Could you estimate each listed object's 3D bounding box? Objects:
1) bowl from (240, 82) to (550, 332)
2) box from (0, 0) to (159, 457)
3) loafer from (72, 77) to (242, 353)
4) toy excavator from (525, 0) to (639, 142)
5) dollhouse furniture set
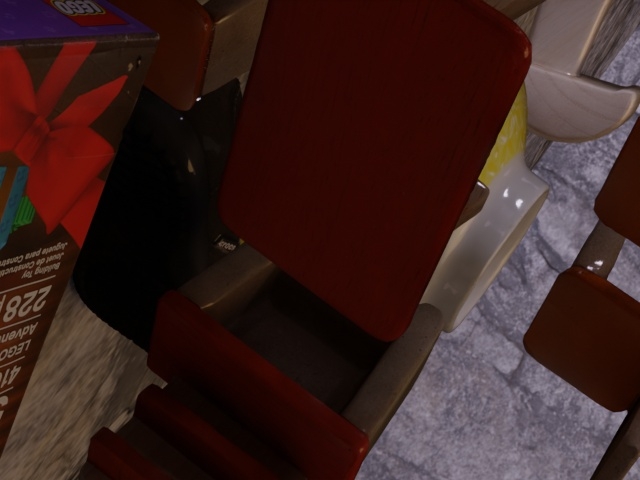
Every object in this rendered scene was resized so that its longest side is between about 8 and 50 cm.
[{"bbox_3d":[0.050,-0.030,0.993,0.289,0.156,0.289,-52,170,-13],"label":"bowl"},{"bbox_3d":[-0.167,0.041,0.304,0.293,0.057,0.201,-17,136,-59],"label":"box"},{"bbox_3d":[-0.063,-0.010,0.737,0.078,0.080,0.220,-49,168,-29],"label":"loafer"},{"bbox_3d":[0.361,-0.325,1.384,0.222,0.445,0.432,-25,107,-69],"label":"toy excavator"},{"bbox_3d":[0.000,0.000,0.529,0.135,0.262,0.259,-43,162,-36],"label":"dollhouse furniture set"}]
